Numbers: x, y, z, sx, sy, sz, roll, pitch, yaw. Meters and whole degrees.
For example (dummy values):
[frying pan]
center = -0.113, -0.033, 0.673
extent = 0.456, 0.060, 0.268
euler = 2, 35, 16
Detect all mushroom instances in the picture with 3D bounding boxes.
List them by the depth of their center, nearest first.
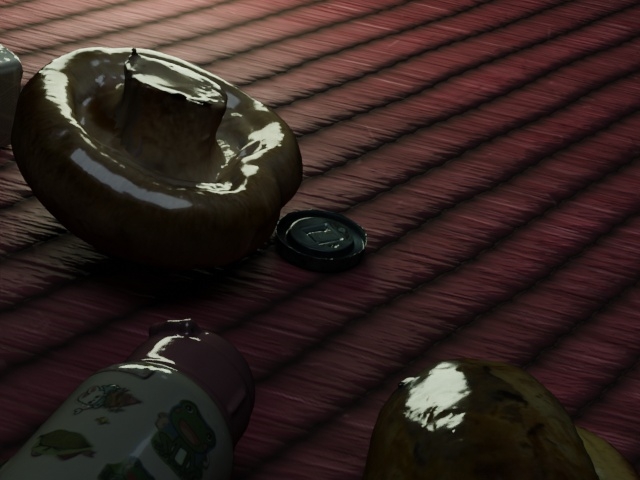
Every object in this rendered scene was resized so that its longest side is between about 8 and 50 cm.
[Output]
[mushroom]
center = -0.137, -0.075, 1.086
extent = 0.278, 0.146, 0.278
euler = 16, 30, -10

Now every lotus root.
[lotus root]
center = 0.112, 0.185, 0.699
extent = 0.193, 0.193, 0.291
euler = 5, 31, -7

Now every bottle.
[bottle]
center = -0.119, 0.144, 0.758
extent = 0.120, 0.120, 0.253
euler = 18, 31, 14

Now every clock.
[clock]
center = 0.000, 0.000, 1.119
extent = 0.085, 0.017, 0.085
euler = 7, 31, -4

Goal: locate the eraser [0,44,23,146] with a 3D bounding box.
[eraser]
center = -0.457, -0.095, 1.074
extent = 0.404, 0.096, 0.098
euler = -21, 44, -39
